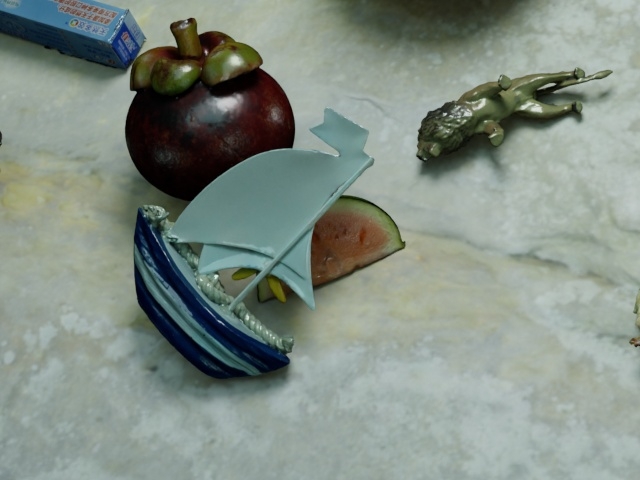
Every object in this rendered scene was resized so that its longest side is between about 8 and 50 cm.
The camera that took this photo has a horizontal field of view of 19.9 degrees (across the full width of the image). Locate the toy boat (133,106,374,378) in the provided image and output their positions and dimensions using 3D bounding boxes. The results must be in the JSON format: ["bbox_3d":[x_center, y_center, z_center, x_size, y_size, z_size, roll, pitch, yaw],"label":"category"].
[{"bbox_3d":[-0.059,-0.009,1.818,0.220,0.067,0.291,44,106,9],"label":"toy boat"}]

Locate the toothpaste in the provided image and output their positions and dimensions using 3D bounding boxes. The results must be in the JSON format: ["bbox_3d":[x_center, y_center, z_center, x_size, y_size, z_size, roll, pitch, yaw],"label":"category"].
[{"bbox_3d":[-0.331,-0.264,2.110,0.272,0.066,0.053,19,68,24],"label":"toothpaste"}]

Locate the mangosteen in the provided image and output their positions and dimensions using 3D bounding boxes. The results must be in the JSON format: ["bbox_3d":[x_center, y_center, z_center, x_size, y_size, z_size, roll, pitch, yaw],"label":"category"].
[{"bbox_3d":[-0.118,-0.136,1.902,0.200,0.200,0.200,-7,60,13],"label":"mangosteen"}]

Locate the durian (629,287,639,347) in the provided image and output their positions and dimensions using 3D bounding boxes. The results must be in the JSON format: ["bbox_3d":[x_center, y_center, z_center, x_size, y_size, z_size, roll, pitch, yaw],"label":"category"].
[{"bbox_3d":[0.439,-0.019,1.733,0.195,0.185,0.305,23,60,2],"label":"durian"}]

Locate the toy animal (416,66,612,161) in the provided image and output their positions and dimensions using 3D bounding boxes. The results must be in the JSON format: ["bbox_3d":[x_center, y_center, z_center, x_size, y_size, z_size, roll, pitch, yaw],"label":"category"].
[{"bbox_3d":[0.197,-0.140,1.880,0.219,0.086,0.069,-17,97,1],"label":"toy animal"}]

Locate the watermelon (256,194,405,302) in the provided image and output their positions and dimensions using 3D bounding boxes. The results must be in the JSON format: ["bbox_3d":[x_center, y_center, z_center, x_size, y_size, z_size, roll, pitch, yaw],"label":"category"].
[{"bbox_3d":[-0.003,-0.009,1.887,0.163,0.087,0.069,-20,21,2],"label":"watermelon"}]

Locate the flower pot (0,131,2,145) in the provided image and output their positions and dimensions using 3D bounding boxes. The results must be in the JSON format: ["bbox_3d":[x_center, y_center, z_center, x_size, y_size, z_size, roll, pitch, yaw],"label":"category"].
[{"bbox_3d":[-0.467,-0.079,2.038,0.251,0.084,0.179,15,66,22],"label":"flower pot"}]
